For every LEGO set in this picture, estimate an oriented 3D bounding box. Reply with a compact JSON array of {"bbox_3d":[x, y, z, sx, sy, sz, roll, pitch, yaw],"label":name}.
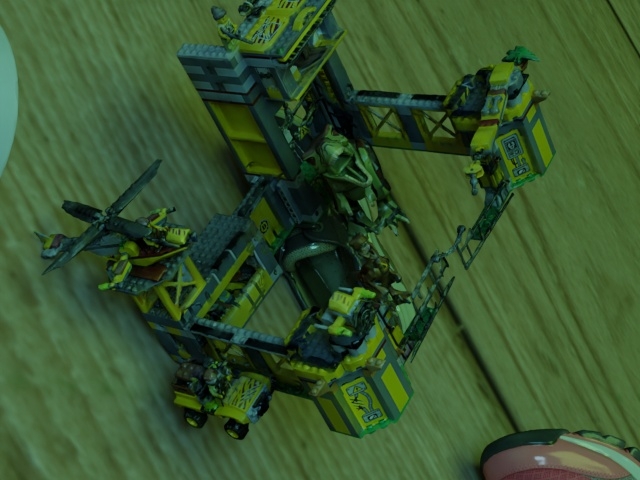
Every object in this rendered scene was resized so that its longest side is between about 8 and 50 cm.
[{"bbox_3d":[-0.009,-0.052,0.895,0.331,0.255,0.192,-50,135,-23],"label":"LEGO set"}]

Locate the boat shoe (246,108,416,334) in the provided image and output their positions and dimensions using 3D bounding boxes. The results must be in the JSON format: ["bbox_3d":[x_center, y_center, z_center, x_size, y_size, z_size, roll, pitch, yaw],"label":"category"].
[{"bbox_3d":[-0.001,0.001,1.070,0.224,0.080,0.073,60,30,-3],"label":"boat shoe"}]

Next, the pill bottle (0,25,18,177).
[{"bbox_3d":[-0.308,-0.080,0.689,0.283,0.161,0.161,7,58,-48],"label":"pill bottle"}]

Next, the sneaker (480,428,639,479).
[{"bbox_3d":[0.251,0.276,1.130,0.314,0.116,0.136,43,39,-20],"label":"sneaker"}]
